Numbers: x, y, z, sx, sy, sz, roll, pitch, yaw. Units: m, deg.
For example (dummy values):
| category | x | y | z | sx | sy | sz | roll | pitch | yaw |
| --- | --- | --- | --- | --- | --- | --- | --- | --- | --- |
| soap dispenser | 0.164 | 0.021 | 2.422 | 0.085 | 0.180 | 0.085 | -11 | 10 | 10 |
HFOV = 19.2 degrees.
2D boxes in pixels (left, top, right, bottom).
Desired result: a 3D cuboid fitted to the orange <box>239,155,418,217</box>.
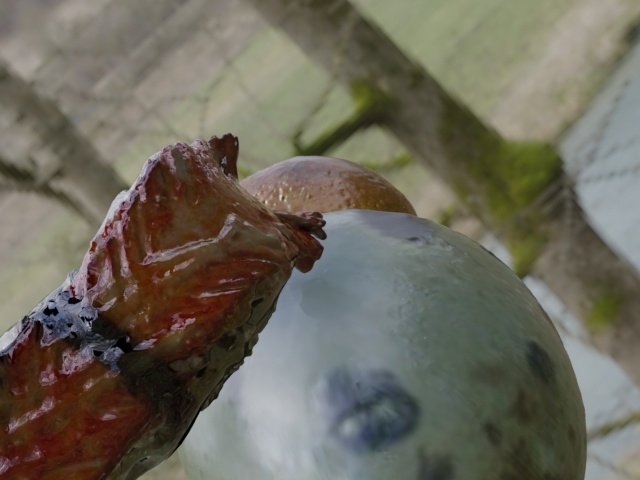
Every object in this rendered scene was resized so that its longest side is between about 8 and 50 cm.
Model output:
| category | x | y | z | sx | sy | sz | roll | pitch | yaw |
| --- | --- | --- | --- | --- | --- | --- | --- | --- | --- |
| orange | 0.003 | -0.005 | 2.015 | 0.179 | 0.237 | 0.158 | 54 | -136 | -61 |

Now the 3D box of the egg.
| category | x | y | z | sx | sy | sz | roll | pitch | yaw |
| --- | --- | --- | --- | --- | --- | --- | --- | --- | --- |
| egg | 0.052 | 0.153 | 1.642 | 0.345 | 0.345 | 0.428 | -43 | 26 | -3 |

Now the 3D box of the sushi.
| category | x | y | z | sx | sy | sz | roll | pitch | yaw |
| --- | --- | --- | --- | --- | --- | --- | --- | --- | --- |
| sushi | -0.125 | 0.074 | 1.110 | 0.332 | 0.124 | 0.130 | -50 | -5 | -13 |
